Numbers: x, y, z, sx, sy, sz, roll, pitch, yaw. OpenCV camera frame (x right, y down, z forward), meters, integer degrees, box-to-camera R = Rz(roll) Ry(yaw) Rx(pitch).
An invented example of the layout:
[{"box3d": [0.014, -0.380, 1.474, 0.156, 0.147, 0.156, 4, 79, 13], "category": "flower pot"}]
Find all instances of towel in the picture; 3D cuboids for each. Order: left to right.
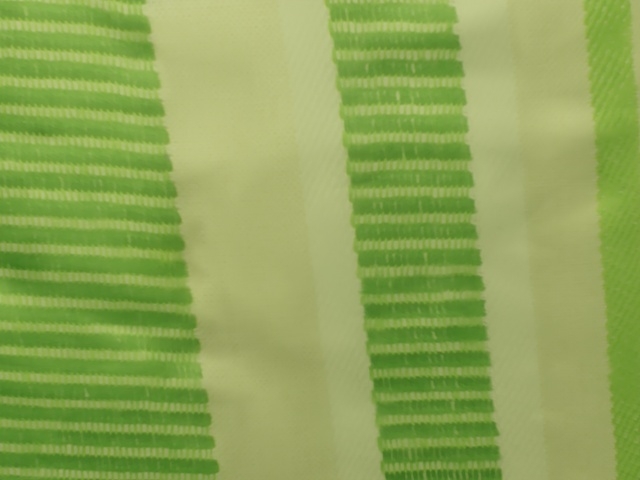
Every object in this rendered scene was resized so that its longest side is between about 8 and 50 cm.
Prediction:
[{"box3d": [0.000, 0.000, 0.532, 0.325, 0.038, 0.247, -7, 109, -1], "category": "towel"}]
